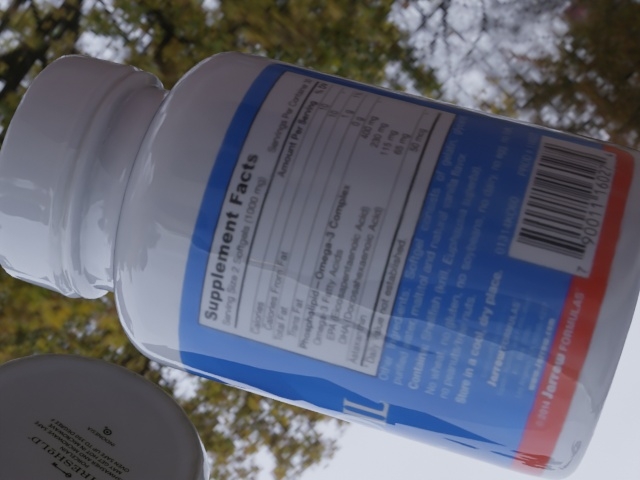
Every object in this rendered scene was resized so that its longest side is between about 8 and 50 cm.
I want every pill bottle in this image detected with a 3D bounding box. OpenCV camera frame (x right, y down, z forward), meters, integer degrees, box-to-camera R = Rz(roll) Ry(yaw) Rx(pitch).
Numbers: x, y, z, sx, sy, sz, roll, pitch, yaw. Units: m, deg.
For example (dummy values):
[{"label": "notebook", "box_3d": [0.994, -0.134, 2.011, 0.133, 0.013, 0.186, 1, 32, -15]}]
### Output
[{"label": "pill bottle", "box_3d": [0.000, 0.000, 0.420, 0.222, 0.124, 0.124, 16, -150, 10]}]

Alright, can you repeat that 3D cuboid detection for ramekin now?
[{"label": "ramekin", "box_3d": [-0.221, 0.214, 0.985, 0.273, 0.127, 0.273, 17, -151, -10]}]
